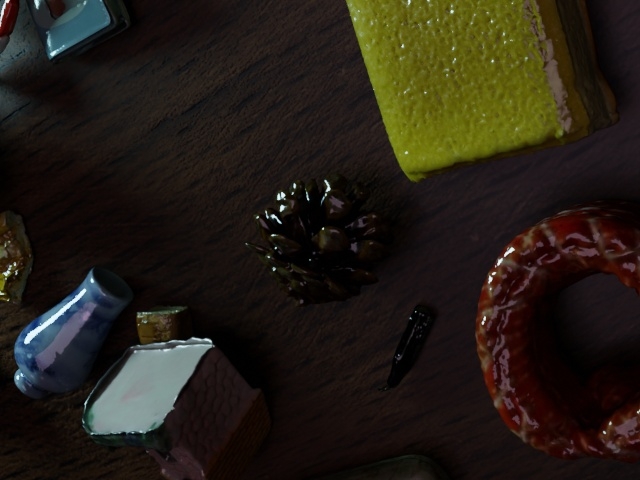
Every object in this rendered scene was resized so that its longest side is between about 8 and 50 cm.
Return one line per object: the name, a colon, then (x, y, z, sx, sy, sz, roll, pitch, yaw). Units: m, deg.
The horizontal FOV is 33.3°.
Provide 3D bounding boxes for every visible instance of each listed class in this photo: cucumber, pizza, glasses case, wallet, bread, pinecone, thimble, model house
cucumber: (0.134, 0.180, 1.699, 0.043, 0.039, 0.163, 33, 111, 34)
pizza: (-0.589, 0.049, 1.940, 0.182, 0.062, 0.161, -28, 96, 23)
glasses case: (0.025, 0.468, 1.772, 0.425, 0.098, 0.156, -20, 91, 24)
wallet: (-0.424, -0.438, 1.760, 0.176, 0.075, 0.250, -20, 93, 30)
bread: (0.211, -0.265, 1.468, 0.324, 0.143, 0.333, -8, 103, 41)
pinecone: (0.002, -0.002, 1.616, 0.201, 0.229, 0.202, -40, 105, -13)
thimble: (0.395, 0.120, 1.481, 0.350, 0.230, 0.350, 5, 104, 22)
bread: (-0.266, 0.150, 1.827, 0.083, 0.077, 0.070, -3, 98, 21)
model house: (-0.230, 0.312, 1.760, 0.237, 0.202, 0.237, -10, 129, 40)

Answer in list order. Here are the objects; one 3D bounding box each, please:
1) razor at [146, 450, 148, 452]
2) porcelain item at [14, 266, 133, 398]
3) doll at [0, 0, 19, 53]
razor: (-0.315, 0.317, 1.908, 0.068, 0.040, 0.135, -2, 106, 22)
porcelain item: (-0.436, 0.167, 1.873, 0.141, 0.141, 0.259, 44, 104, 7)
doll: (-0.574, -0.392, 1.784, 0.188, 0.099, 0.384, 29, 119, 28)
